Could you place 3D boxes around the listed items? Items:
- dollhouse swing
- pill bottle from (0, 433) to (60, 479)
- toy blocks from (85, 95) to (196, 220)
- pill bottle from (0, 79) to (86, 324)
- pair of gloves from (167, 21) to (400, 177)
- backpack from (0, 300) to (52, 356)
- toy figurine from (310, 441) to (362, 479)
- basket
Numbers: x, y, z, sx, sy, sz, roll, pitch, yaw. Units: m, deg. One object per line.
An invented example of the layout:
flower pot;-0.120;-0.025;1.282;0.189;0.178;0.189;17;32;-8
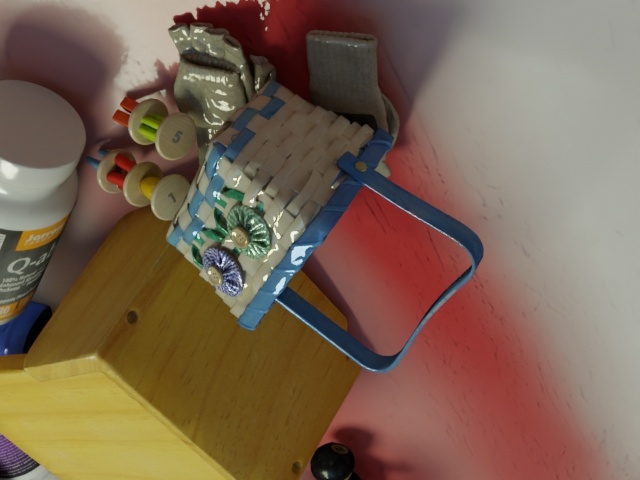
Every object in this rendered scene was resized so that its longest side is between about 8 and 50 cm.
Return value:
dollhouse swing;-0.203;0.142;1.704;0.305;0.315;0.347;8;149;47
pill bottle;-0.419;0.260;1.916;0.108;0.108;0.193;-7;129;20
toy blocks;-0.204;-0.102;1.551;0.148;0.054;0.123;25;117;41
pill bottle;-0.366;-0.038;1.593;0.162;0.162;0.278;25;133;-9
pair of gloves;-0.035;-0.146;1.497;0.240;0.042;0.204;3;138;18
backpack;-0.392;0.133;1.801;0.101;0.098;0.120;16;134;4
toy figurine;-0.040;0.380;1.865;0.213;0.209;0.148;-4;141;15
basket;0.000;0.000;1.460;0.289;0.201;0.254;31;138;-1
